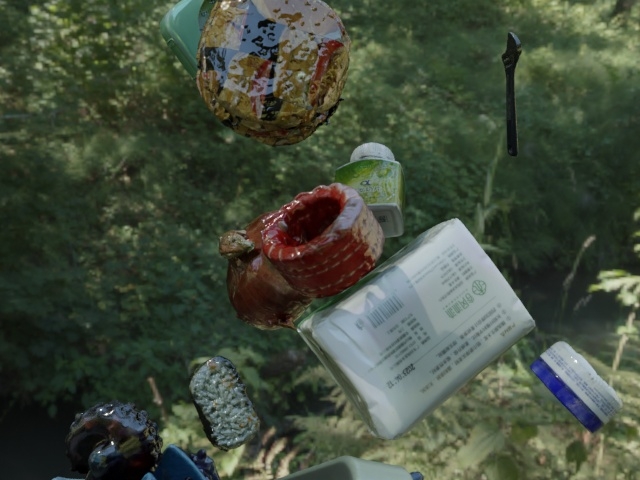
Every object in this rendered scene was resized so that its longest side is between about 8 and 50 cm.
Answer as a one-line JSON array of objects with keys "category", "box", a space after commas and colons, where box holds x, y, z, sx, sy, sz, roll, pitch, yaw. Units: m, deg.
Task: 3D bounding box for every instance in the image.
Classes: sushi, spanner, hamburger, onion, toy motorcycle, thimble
[{"category": "sushi", "box": [-0.239, 0.395, 1.778, 0.136, 0.225, 0.126, -22, -15, -25]}, {"category": "spanner", "box": [0.317, -0.237, 1.207, 0.012, 0.208, 0.046, -13, 24, -14]}, {"category": "hamburger", "box": [-0.061, -0.245, 1.009, 0.231, 0.231, 0.107, -5, -2, -11]}, {"category": "onion", "box": [-0.120, 0.089, 2.052, 0.354, 0.353, 0.353, -2, 15, 0]}, {"category": "toy motorcycle", "box": [-0.217, 0.414, 0.981, 0.232, 0.416, 0.172, -42, 3, 9]}, {"category": "thimble", "box": [0.005, 0.000, 1.221, 0.190, 0.125, 0.163, -24, 39, 17]}]

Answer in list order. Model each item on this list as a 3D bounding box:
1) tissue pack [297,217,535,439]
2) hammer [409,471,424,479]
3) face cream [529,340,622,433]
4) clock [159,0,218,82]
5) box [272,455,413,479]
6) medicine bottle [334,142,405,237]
[{"category": "tissue pack", "box": [0.172, 0.165, 1.367, 0.356, 0.266, 0.194, -35, -2, -14]}, {"category": "hammer", "box": [0.140, 0.499, 1.438, 0.116, 0.069, 0.194, 18, 20, 42]}, {"category": "face cream", "box": [0.593, 0.334, 1.688, 0.111, 0.206, 0.206, -44, 12, 8]}, {"category": "clock", "box": [-0.152, -0.362, 1.244, 0.211, 0.159, 0.066, -41, 19, -18]}, {"category": "box", "box": [-0.023, 0.413, 0.688, 0.090, 0.373, 0.367, 14, -28, -15]}, {"category": "medicine bottle", "box": [0.094, -0.094, 1.387, 0.132, 0.088, 0.188, -6, 44, 14]}]
